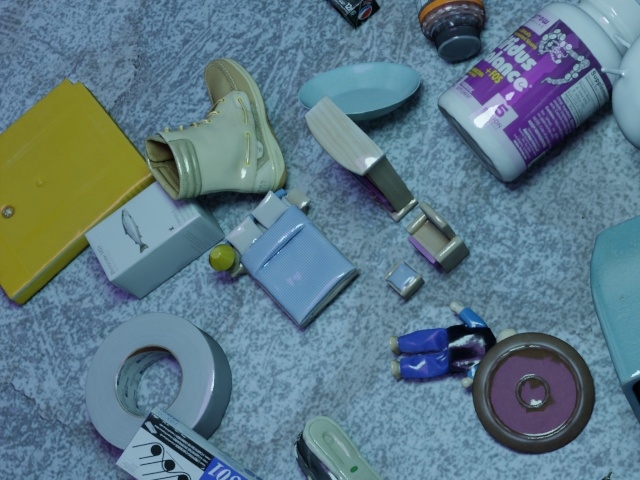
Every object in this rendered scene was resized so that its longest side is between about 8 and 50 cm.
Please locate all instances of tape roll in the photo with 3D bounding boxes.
[{"bbox_3d":[-0.250,0.224,1.823,0.219,0.072,0.219,-6,69,17],"label":"tape roll"}]

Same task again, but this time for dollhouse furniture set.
[{"bbox_3d":[0.000,0.000,1.742,0.303,0.198,0.286,-44,62,1],"label":"dollhouse furniture set"}]

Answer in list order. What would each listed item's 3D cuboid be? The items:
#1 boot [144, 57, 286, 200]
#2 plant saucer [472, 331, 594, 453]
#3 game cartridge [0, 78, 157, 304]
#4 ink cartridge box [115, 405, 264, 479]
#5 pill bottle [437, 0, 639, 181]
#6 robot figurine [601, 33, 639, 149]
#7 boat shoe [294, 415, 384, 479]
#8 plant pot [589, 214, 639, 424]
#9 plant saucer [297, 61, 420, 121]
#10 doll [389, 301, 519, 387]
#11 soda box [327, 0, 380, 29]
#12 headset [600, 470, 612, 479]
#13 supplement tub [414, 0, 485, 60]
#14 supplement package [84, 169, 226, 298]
[{"bbox_3d":[-0.188,-0.179,1.877,0.204,0.095,0.262,-8,65,-32],"label":"boot"},{"bbox_3d":[0.293,0.210,1.631,0.169,0.029,0.168,-2,83,12],"label":"plant saucer"},{"bbox_3d":[-0.470,-0.093,2.035,0.324,0.052,0.285,-40,63,0],"label":"game cartridge"},{"bbox_3d":[-0.185,0.341,1.719,0.207,0.046,0.097,35,96,3],"label":"ink cartridge box"},{"bbox_3d":[0.333,-0.239,1.722,0.301,0.169,0.169,-41,63,2],"label":"pill bottle"},{"bbox_3d":[0.543,-0.176,1.573,0.354,0.300,0.199,27,114,4],"label":"robot figurine"},{"bbox_3d":[0.042,0.362,1.676,0.233,0.084,0.079,54,132,20],"label":"boat shoe"},{"bbox_3d":[0.480,0.087,1.518,0.247,0.248,0.252,-24,51,11],"label":"plant pot"},{"bbox_3d":[0.062,-0.225,1.852,0.195,0.037,0.195,-7,30,4],"label":"plant saucer"},{"bbox_3d":[0.195,0.151,1.700,0.189,0.046,0.129,-8,70,18],"label":"doll"},{"bbox_3d":[0.023,-0.431,1.969,0.060,0.053,0.169,-41,63,2],"label":"soda box"},{"bbox_3d":[0.547,0.356,1.470,0.394,0.185,0.243,8,67,7],"label":"headset"},{"bbox_3d":[0.200,-0.384,1.860,0.106,0.106,0.197,-16,67,14],"label":"supplement tub"},{"bbox_3d":[-0.264,-0.008,1.893,0.179,0.105,0.105,-36,64,5],"label":"supplement package"}]
